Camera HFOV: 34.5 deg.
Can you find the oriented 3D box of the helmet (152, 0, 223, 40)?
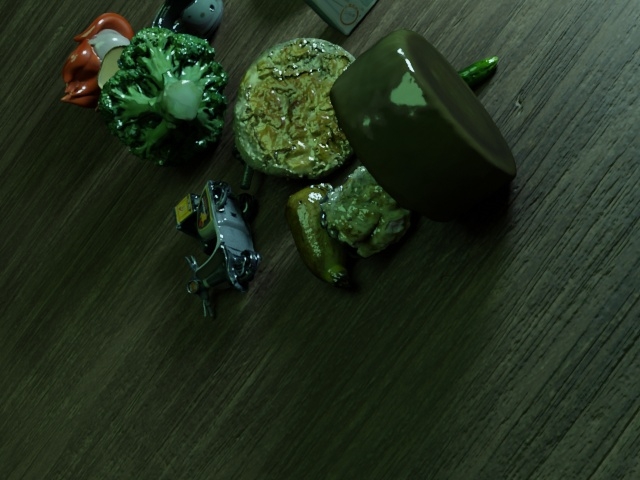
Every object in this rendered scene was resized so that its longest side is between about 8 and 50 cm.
[{"bbox_3d":[-0.267,-0.471,2.158,0.177,0.107,0.153,-36,48,45],"label":"helmet"}]

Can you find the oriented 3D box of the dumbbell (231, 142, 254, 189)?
[{"bbox_3d":[-0.114,-0.209,1.890,0.082,0.082,0.253,-6,63,38],"label":"dumbbell"}]

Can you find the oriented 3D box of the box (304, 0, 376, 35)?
[{"bbox_3d":[-0.004,-0.495,1.831,0.135,0.269,0.079,-50,45,3],"label":"box"}]

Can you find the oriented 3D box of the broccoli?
[{"bbox_3d":[-0.290,-0.269,1.942,0.270,0.270,0.270,-58,19,-3],"label":"broccoli"}]

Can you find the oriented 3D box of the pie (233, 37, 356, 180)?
[{"bbox_3d":[-0.035,-0.230,1.800,0.274,0.055,0.274,-5,70,14],"label":"pie"}]

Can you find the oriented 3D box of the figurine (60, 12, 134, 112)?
[{"bbox_3d":[-0.453,-0.371,2.210,0.257,0.181,0.208,36,120,53],"label":"figurine"}]

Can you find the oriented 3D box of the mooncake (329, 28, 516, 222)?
[{"bbox_3d":[0.146,-0.163,1.506,0.155,0.284,0.284,-39,46,23],"label":"mooncake"}]

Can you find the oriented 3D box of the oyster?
[{"bbox_3d":[0.074,-0.070,1.616,0.163,0.081,0.191,-7,53,-8],"label":"oyster"}]

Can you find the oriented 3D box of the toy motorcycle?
[{"bbox_3d":[-0.178,0.004,1.817,0.157,0.091,0.263,-41,44,25],"label":"toy motorcycle"}]

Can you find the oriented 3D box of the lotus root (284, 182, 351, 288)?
[{"bbox_3d":[0.000,0.000,1.657,0.095,0.108,0.190,-24,62,23],"label":"lotus root"}]

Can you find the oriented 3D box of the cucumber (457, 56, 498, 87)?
[{"bbox_3d":[0.213,-0.250,1.670,0.168,0.039,0.039,-28,50,22],"label":"cucumber"}]
